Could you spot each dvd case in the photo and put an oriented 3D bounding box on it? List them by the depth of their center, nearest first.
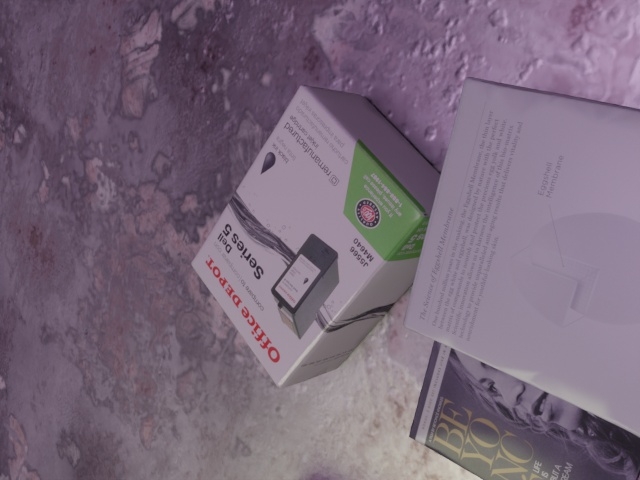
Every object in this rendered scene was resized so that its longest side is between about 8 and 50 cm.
[{"bbox_3d":[0.201,0.175,0.633,0.221,0.018,0.165,23,108,35],"label":"dvd case"}]

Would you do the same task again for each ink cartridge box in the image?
[{"bbox_3d":[0.000,0.000,0.714,0.198,0.114,0.273,50,122,23],"label":"ink cartridge box"}]

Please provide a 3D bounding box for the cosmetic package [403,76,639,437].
[{"bbox_3d":[0.216,0.002,0.527,0.224,0.138,0.224,23,108,34],"label":"cosmetic package"}]
